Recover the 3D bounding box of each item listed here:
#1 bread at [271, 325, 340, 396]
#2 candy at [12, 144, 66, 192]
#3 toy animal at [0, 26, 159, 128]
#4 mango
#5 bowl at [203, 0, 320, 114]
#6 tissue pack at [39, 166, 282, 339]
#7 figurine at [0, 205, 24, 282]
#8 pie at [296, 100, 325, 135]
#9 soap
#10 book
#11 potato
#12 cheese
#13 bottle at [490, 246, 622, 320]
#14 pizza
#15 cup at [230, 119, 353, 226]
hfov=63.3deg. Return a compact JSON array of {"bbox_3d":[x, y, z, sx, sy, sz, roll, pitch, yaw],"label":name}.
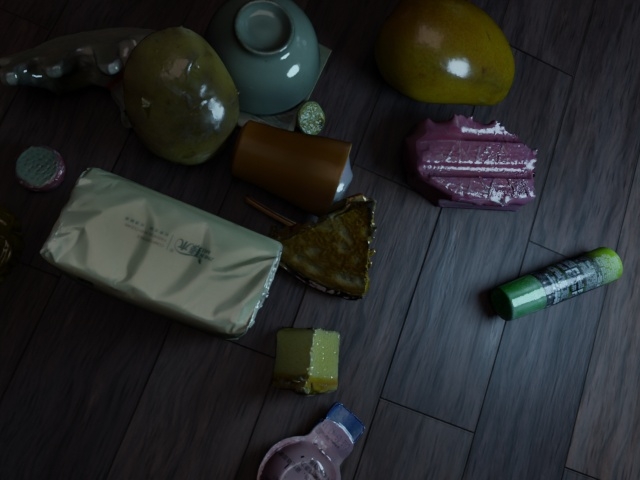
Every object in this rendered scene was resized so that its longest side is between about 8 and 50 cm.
[{"bbox_3d":[-0.023,0.266,1.145,0.152,0.127,0.147,19,73,-43],"label":"bread"},{"bbox_3d":[-0.594,-0.151,1.099,0.103,0.043,0.103,1,83,-10],"label":"candy"},{"bbox_3d":[-0.479,-0.333,1.100,0.266,0.188,0.307,37,61,27],"label":"toy animal"},{"bbox_3d":[0.310,-0.452,1.256,0.377,0.221,0.264,14,73,-20],"label":"mango"},{"bbox_3d":[-0.129,-0.446,1.169,0.288,0.146,0.290,1,81,-9],"label":"bowl"},{"bbox_3d":[-0.287,0.042,1.004,0.379,0.297,0.207,22,75,-6],"label":"tissue pack"},{"bbox_3d":[-0.668,-0.009,0.919,0.168,0.315,0.187,44,75,-3],"label":"figurine"},{"bbox_3d":[-0.024,-0.290,1.243,0.085,0.017,0.085,-3,96,-35],"label":"pie"},{"bbox_3d":[0.353,-0.183,1.263,0.324,0.127,0.221,3,80,-11],"label":"soap"},{"bbox_3d":[-0.122,-0.383,1.247,0.214,0.025,0.283,24,78,-6],"label":"book"},{"bbox_3d":[-0.269,-0.269,1.061,0.239,0.299,0.116,-29,44,-20],"label":"potato"},{"bbox_3d":[-0.020,0.482,1.104,0.189,0.074,0.286,42,72,-3],"label":"cheese"},{"bbox_3d":[0.583,0.106,1.282,0.329,0.093,0.093,-17,85,-14],"label":"bottle"},{"bbox_3d":[0.000,0.000,1.120,0.251,0.288,0.074,10,38,4],"label":"pizza"},{"bbox_3d":[-0.065,-0.144,1.163,0.263,0.182,0.226,19,109,-1],"label":"cup"}]
